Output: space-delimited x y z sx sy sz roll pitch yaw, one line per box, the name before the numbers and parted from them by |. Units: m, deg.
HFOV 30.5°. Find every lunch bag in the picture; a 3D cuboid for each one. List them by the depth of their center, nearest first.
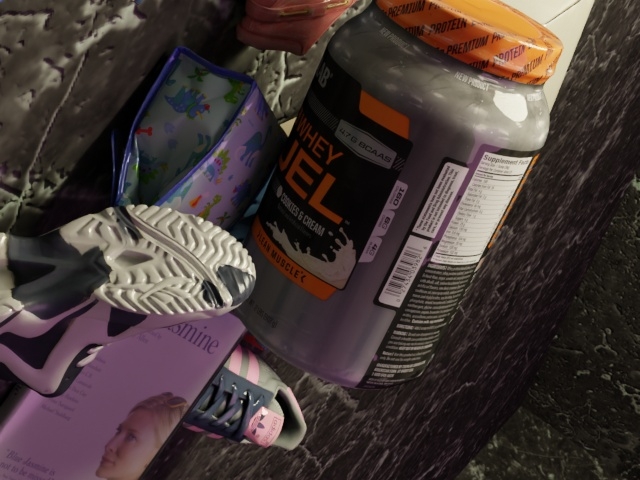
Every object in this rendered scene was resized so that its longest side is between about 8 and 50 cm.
lunch bag | -0.106 -0.059 0.949 0.151 0.096 0.129 -63 161 -9

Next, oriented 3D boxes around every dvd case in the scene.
dvd case | -0.189 0.138 1.071 0.253 0.022 0.180 -55 135 -2

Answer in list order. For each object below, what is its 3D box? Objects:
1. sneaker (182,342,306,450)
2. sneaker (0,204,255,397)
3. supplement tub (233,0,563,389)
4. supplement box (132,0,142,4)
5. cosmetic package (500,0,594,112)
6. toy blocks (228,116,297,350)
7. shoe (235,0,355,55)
sneaker | -0.103 0.158 1.234 0.112 0.131 0.319 -55 157 3
sneaker | -0.173 0.053 0.885 0.235 0.094 0.153 -11 157 -17
supplement tub | 0.062 -0.051 0.971 0.193 0.193 0.316 -17 136 -59
supplement box | -0.140 -0.192 0.686 0.056 0.083 0.083 -57 159 5
cosmetic package | 0.178 -0.176 1.321 0.129 0.153 0.296 -39 153 -40
toy blocks | 0.000 0.000 1.209 0.261 0.191 0.381 -29 148 -29
shoe | -0.002 -0.211 1.002 0.178 0.063 0.081 -21 143 -48
